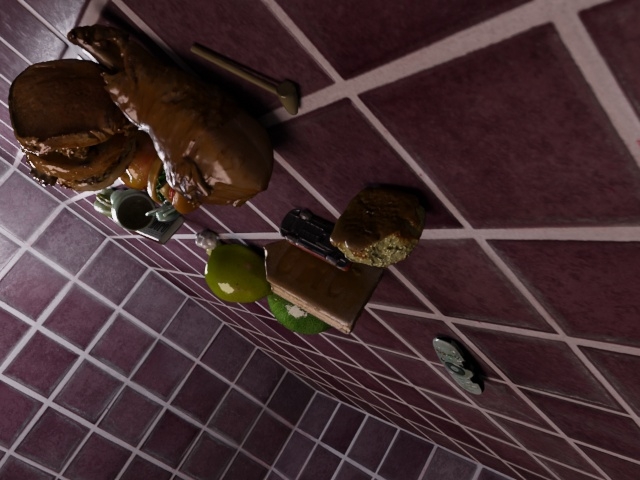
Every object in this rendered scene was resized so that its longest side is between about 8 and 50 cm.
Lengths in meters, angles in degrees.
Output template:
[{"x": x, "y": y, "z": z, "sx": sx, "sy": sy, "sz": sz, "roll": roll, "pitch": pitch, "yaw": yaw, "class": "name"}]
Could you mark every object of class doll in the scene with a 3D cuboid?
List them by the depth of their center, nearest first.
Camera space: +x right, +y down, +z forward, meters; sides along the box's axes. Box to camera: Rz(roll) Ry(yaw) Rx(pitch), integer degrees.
[{"x": -0.351, "y": 0.025, "z": 1.762, "sx": 0.106, "sy": 0.062, "sz": 0.162, "roll": 14, "pitch": 152, "yaw": 33, "class": "doll"}]

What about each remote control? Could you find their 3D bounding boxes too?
[{"x": 0.363, "y": 0.324, "z": 1.386, "sx": 0.097, "sy": 0.045, "sz": 0.256, "roll": 12, "pitch": 149, "yaw": 43, "class": "remote control"}]

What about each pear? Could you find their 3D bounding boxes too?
[{"x": -0.239, "y": 0.107, "z": 1.619, "sx": 0.219, "sy": 0.187, "sz": 0.187, "roll": 23, "pitch": 161, "yaw": 0, "class": "pear"}]

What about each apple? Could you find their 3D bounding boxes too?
[{"x": -0.429, "y": -0.186, "z": 1.275, "sx": 0.146, "sy": 0.146, "sz": 0.146, "roll": 29, "pitch": 160, "yaw": 11, "class": "apple"}]

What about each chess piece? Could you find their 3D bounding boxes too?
[{"x": -0.668, "y": -0.126, "z": 1.835, "sx": 0.139, "sy": 0.139, "sz": 0.271, "roll": 47, "pitch": 166, "yaw": -35, "class": "chess piece"}]

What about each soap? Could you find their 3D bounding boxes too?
[{"x": -0.008, "y": 0.076, "z": 1.193, "sx": 0.257, "sy": 0.160, "sz": 0.080, "roll": 27, "pitch": 158, "yaw": 13, "class": "soap"}]

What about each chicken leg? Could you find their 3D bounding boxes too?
[{"x": -0.258, "y": -0.210, "z": 0.935, "sx": 0.409, "sy": 0.182, "sz": 0.295, "roll": 39, "pitch": 177, "yaw": -6, "class": "chicken leg"}]

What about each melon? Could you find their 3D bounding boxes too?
[{"x": -0.063, "y": 0.200, "z": 1.636, "sx": 0.265, "sy": 0.129, "sz": 0.169, "roll": 34, "pitch": 158, "yaw": 1, "class": "melon"}]

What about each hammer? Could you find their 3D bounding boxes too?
[{"x": -0.114, "y": -0.247, "z": 0.804, "sx": 0.195, "sy": 0.028, "sz": 0.060, "roll": 31, "pitch": 168, "yaw": 15, "class": "hammer"}]

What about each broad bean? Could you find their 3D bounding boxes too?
[{"x": -0.740, "y": -0.111, "z": 2.012, "sx": 0.169, "sy": 0.100, "sz": 0.228, "roll": 25, "pitch": 173, "yaw": 46, "class": "broad bean"}]

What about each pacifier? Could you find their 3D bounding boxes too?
[{"x": -0.449, "y": -0.116, "z": 1.559, "sx": 0.150, "sy": 0.126, "sz": 0.117, "roll": -30, "pitch": -77, "yaw": -82, "class": "pacifier"}]

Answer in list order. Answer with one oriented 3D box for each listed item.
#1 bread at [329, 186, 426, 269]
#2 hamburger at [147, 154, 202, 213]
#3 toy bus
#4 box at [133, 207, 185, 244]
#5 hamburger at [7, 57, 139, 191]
[{"x": 0.092, "y": -0.019, "z": 0.856, "sx": 0.140, "sy": 0.128, "sz": 0.069, "roll": 15, "pitch": 158, "yaw": 44, "class": "bread"}, {"x": -0.292, "y": -0.139, "z": 1.145, "sx": 0.115, "sy": 0.162, "sz": 0.162, "roll": 25, "pitch": 160, "yaw": 7, "class": "hamburger"}, {"x": 0.000, "y": 0.000, "z": 1.134, "sx": 0.174, "sy": 0.079, "sz": 0.077, "roll": 26, "pitch": 169, "yaw": 21, "class": "toy bus"}, {"x": -0.553, "y": -0.054, "z": 1.809, "sx": 0.177, "sy": 0.115, "sz": 0.036, "roll": 17, "pitch": 149, "yaw": 38, "class": "box"}, {"x": -0.515, "y": -0.233, "z": 1.104, "sx": 0.245, "sy": 0.261, "sz": 0.211, "roll": 24, "pitch": 164, "yaw": 3, "class": "hamburger"}]
